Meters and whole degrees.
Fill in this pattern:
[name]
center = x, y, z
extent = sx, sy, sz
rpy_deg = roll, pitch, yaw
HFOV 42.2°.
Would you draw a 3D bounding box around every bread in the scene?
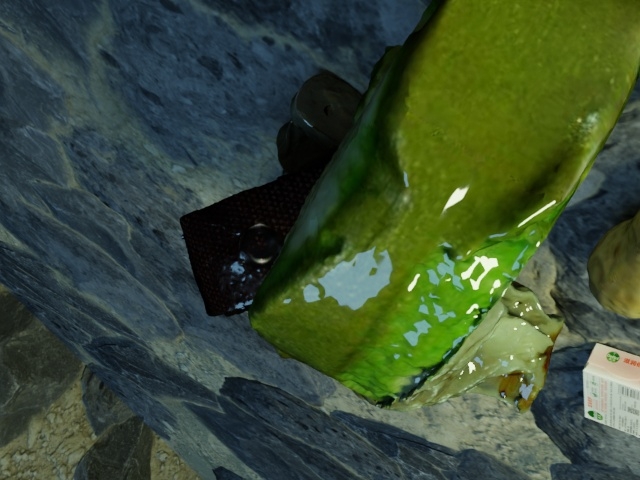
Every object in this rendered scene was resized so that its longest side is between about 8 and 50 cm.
[bread]
center = 0.086, -0.062, 0.595
extent = 0.129, 0.366, 0.382
rpy_deg = 33, 169, 2

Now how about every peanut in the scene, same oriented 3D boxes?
[peanut]
center = 0.321, 0.006, 0.736
extent = 0.103, 0.098, 0.229
rpy_deg = -4, 158, -15

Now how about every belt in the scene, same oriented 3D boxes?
[belt]
center = 0.000, 0.000, 0.899
extent = 0.184, 0.289, 0.164
rpy_deg = -5, -104, -80

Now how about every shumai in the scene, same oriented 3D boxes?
[shumai]
center = 0.140, 0.119, 1.006
extent = 0.260, 0.225, 0.222
rpy_deg = 13, 159, 48

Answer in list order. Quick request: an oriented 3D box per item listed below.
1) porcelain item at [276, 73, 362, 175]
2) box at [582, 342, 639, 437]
[porcelain item]
center = -0.016, -0.111, 0.973
extent = 0.081, 0.069, 0.216
rpy_deg = 32, 158, -4
[box]
center = 0.373, 0.188, 1.020
extent = 0.089, 0.043, 0.125
rpy_deg = 18, 149, 29
